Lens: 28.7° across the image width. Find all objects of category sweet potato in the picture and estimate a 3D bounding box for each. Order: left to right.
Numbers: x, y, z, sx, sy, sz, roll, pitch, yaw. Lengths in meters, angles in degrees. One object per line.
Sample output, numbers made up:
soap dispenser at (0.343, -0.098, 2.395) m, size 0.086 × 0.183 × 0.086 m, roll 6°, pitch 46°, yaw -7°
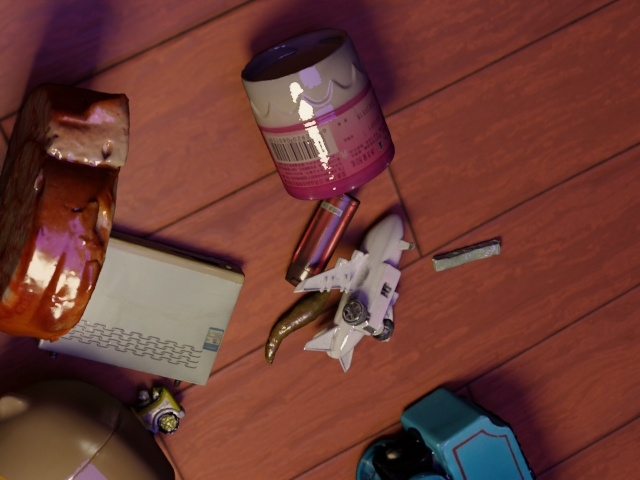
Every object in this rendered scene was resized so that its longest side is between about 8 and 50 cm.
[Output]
sweet potato at (-0.040, 0.127, 1.946) m, size 0.041 × 0.038 × 0.153 m, roll 43°, pitch 90°, yaw -13°

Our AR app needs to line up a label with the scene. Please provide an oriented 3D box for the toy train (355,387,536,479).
toy train at (0.225, 0.422, 2.072) m, size 0.265 × 0.188 × 0.300 m, roll -32°, pitch 115°, yaw -15°

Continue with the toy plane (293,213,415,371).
toy plane at (0.073, 0.078, 1.930) m, size 0.251 × 0.101 × 0.255 m, roll 34°, pitch 83°, yaw -49°

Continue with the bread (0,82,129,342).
bread at (-0.350, -0.033, 1.618) m, size 0.114 × 0.295 × 0.327 m, roll 14°, pitch 70°, yaw -25°

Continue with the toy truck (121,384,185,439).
toy truck at (-0.265, 0.266, 1.885) m, size 0.111 × 0.076 × 0.077 m, roll -32°, pitch 99°, yaw -7°

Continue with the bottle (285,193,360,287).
bottle at (0.000, 0.000, 1.911) m, size 0.060 × 0.060 × 0.164 m, roll 25°, pitch 97°, yaw -27°

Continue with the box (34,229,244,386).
box at (-0.266, 0.101, 1.841) m, size 0.270 × 0.045 × 0.210 m, roll 15°, pitch 101°, yaw -26°

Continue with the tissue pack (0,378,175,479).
tissue pack at (-0.415, 0.375, 1.738) m, size 0.387 × 0.267 × 0.277 m, roll -42°, pitch 96°, yaw 4°

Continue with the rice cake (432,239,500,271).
rice cake at (0.238, 0.024, 2.033) m, size 0.121 × 0.021 × 0.022 m, roll -16°, pitch 122°, yaw -18°

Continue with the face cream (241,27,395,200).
face cream at (-0.003, -0.180, 1.782) m, size 0.175 × 0.175 × 0.194 m, roll -28°, pitch 117°, yaw -12°
